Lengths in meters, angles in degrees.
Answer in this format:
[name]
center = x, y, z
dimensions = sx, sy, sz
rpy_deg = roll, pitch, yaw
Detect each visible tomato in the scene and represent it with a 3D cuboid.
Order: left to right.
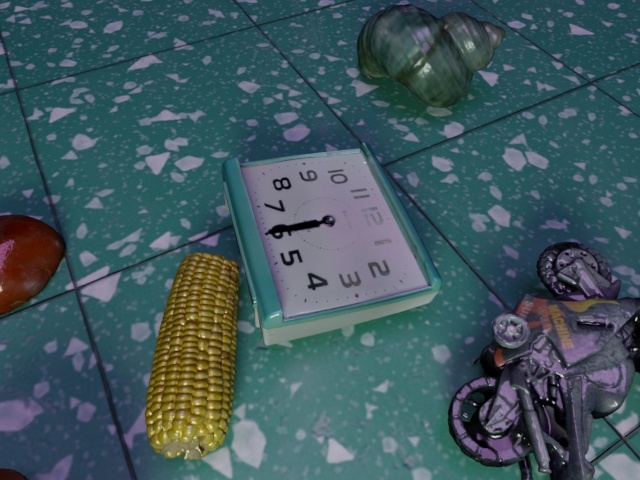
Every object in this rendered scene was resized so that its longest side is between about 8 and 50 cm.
[tomato]
center = -0.439, 0.016, 0.659
dimensions = 0.155, 0.069, 0.156
rpy_deg = 0, 52, 0

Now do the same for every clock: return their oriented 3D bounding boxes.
[clock]
center = 0.000, 0.000, 0.663
dimensions = 0.230, 0.116, 0.263
rpy_deg = -11, 55, -15

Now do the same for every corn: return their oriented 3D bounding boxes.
[corn]
center = -0.144, 0.122, 0.571
dimensions = 0.093, 0.093, 0.244
rpy_deg = -2, 49, -3

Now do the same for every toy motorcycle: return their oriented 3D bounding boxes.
[toy motorcycle]
center = 0.275, 0.136, 0.546
dimensions = 0.173, 0.108, 0.307
rpy_deg = 30, 68, 24

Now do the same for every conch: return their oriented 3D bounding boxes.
[conch]
center = 0.191, -0.338, 0.892
dimensions = 0.277, 0.196, 0.220
rpy_deg = -9, 19, 23

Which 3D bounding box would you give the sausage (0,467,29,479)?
[sausage]
center = -0.373, 0.275, 0.462
dimensions = 0.193, 0.077, 0.077
rpy_deg = -14, 54, -12
